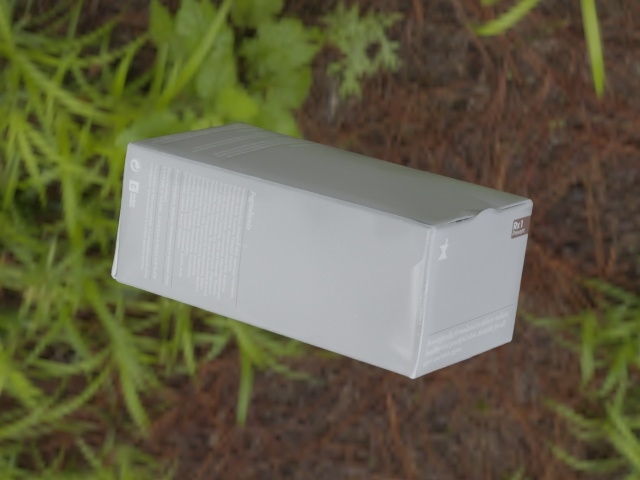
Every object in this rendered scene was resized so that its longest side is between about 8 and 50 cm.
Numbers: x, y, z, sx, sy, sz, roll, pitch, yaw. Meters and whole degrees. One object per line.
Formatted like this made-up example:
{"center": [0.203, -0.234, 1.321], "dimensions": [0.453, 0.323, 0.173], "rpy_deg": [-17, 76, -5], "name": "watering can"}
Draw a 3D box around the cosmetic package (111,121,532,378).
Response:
{"center": [0.000, 0.000, 1.175], "dimensions": [0.238, 0.127, 0.107], "rpy_deg": [20, 110, 33], "name": "cosmetic package"}
